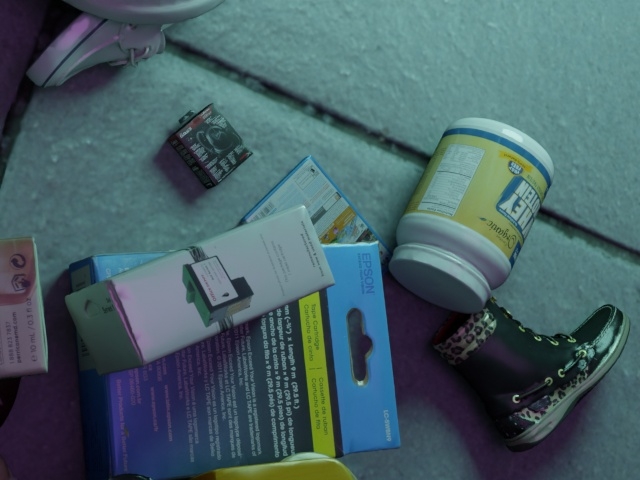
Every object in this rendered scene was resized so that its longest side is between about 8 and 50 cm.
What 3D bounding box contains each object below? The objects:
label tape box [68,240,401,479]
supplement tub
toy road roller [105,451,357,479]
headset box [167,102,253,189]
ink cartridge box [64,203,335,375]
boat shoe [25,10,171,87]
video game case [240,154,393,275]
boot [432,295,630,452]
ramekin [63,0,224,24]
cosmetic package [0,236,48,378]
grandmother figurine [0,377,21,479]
[{"bbox_3d":[-0.094,0.130,1.593,0.333,0.106,0.241,-3,83,-25],"label":"label tape box"},{"bbox_3d":[0.177,-0.029,1.722,0.144,0.144,0.200,33,70,-18],"label":"supplement tub"},{"bbox_3d":[-0.109,0.363,1.471,0.329,0.202,0.241,-6,68,-24],"label":"toy road roller"},{"bbox_3d":[-0.128,-0.110,1.651,0.062,0.032,0.083,-44,101,-24],"label":"headset box"},{"bbox_3d":[-0.122,0.051,1.445,0.219,0.160,0.093,-23,91,-25],"label":"ink cartridge box"},{"bbox_3d":[-0.205,-0.235,1.597,0.258,0.095,0.084,-42,97,-23],"label":"boat shoe"},{"bbox_3d":[0.000,0.000,1.707,0.119,0.015,0.166,-45,102,-24],"label":"video game case"},{"bbox_3d":[0.260,0.118,1.775,0.178,0.085,0.236,49,67,-9],"label":"boot"},{"bbox_3d":[-0.195,-0.372,1.548,0.272,0.127,0.273,8,56,-12],"label":"ramekin"},{"bbox_3d":[-0.404,0.076,1.337,0.296,0.153,0.129,-6,87,-12],"label":"cosmetic package"},{"bbox_3d":[-0.389,0.138,1.460,0.207,0.104,0.342,-20,89,-18],"label":"grandmother figurine"}]
